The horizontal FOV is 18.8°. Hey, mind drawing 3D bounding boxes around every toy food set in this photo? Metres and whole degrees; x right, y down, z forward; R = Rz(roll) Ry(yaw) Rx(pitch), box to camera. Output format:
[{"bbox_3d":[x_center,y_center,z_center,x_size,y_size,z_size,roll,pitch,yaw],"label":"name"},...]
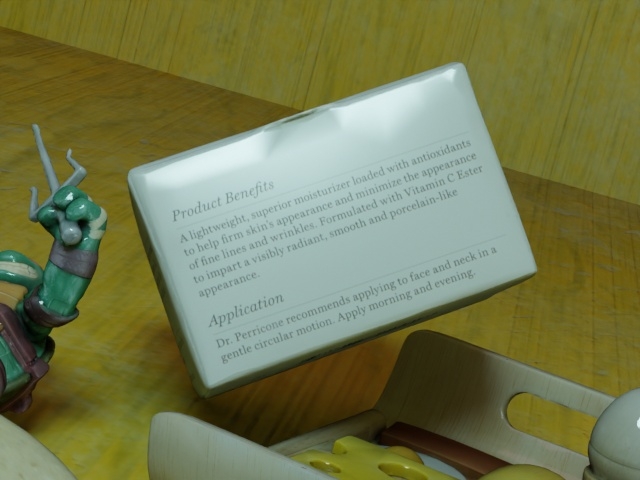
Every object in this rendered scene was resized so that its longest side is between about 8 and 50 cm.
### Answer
[{"bbox_3d":[0.079,0.110,0.974,0.219,0.092,0.306,20,12,24],"label":"toy food set"}]

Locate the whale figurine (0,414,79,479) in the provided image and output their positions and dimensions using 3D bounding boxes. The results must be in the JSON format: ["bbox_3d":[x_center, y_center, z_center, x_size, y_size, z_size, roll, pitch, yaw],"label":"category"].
[{"bbox_3d":[-0.096,0.155,0.519,0.272,0.141,0.216,41,14,4],"label":"whale figurine"}]

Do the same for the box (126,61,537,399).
[{"bbox_3d":[0.000,0.000,1.038,0.181,0.119,0.182,-19,-4,-6],"label":"box"}]

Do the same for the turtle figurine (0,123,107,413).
[{"bbox_3d":[-0.175,0.034,0.936,0.175,0.118,0.234,-17,18,16],"label":"turtle figurine"}]
